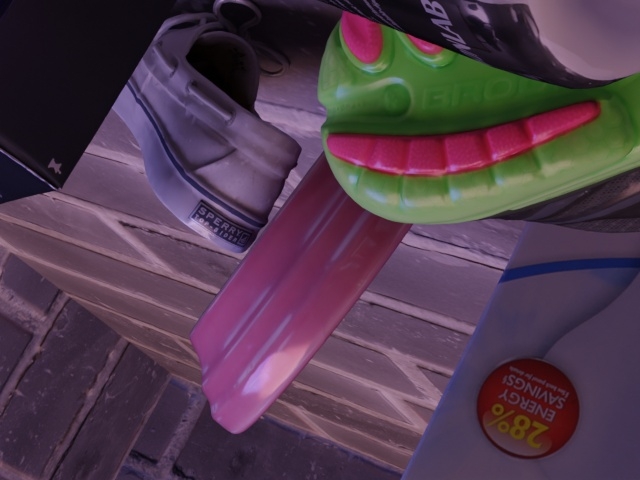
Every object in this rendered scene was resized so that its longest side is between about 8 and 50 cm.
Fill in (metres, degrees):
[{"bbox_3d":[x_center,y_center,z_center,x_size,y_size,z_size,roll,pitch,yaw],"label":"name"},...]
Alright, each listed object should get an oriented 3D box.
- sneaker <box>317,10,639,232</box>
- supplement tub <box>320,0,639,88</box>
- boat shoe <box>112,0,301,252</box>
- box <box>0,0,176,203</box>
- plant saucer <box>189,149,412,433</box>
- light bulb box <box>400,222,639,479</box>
[{"bbox_3d":[0.237,-0.089,0.634,0.482,0.185,0.202,4,-174,29],"label":"sneaker"},{"bbox_3d":[0.010,-0.206,0.517,0.338,0.207,0.207,29,168,37],"label":"supplement tub"},{"bbox_3d":[-0.097,-0.141,1.100,0.136,0.156,0.367,32,-166,-29],"label":"boat shoe"},{"bbox_3d":[-0.193,-0.164,0.936,0.103,0.261,0.184,36,162,-25],"label":"box"},{"bbox_3d":[0.000,0.000,1.010,0.084,0.332,0.332,37,164,-2],"label":"plant saucer"},{"bbox_3d":[0.281,0.135,0.893,0.357,0.361,0.225,23,164,16],"label":"light bulb box"}]
